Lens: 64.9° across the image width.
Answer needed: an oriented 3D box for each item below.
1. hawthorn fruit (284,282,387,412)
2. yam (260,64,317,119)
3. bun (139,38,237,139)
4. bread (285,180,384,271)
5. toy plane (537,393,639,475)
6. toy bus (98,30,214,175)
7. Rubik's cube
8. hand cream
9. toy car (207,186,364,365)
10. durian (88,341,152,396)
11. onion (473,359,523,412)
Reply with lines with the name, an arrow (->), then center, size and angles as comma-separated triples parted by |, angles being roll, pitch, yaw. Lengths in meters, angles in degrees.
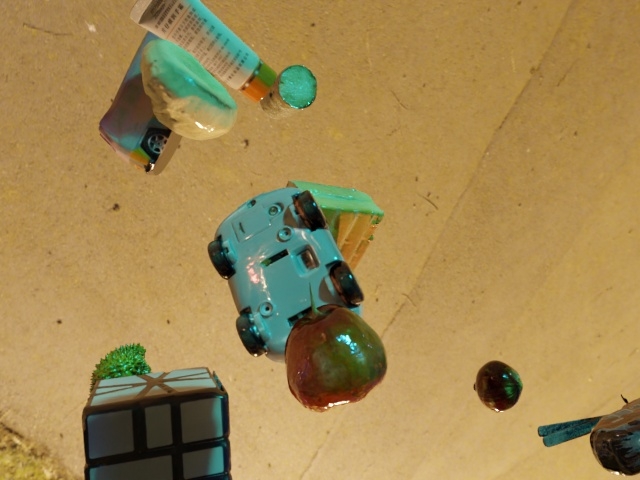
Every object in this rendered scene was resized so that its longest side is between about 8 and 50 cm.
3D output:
hawthorn fruit -> 0.008, 0.136, 0.596 | 0.140, 0.125, 0.125 | 36, 102, -6
yam -> -0.087, -0.366, 1.271 | 0.107, 0.194, 0.107 | -1, 93, -22
bun -> -0.253, -0.260, 0.922 | 0.127, 0.222, 0.222 | -44, 132, 15
bread -> 0.000, 0.000, 1.162 | 0.239, 0.111, 0.246 | 4, 124, -39
toy plane -> 0.208, 0.102, 0.296 | 0.145, 0.037, 0.060 | -20, 174, -8
toy bus -> -0.381, -0.354, 1.201 | 0.162, 0.171, 0.386 | 28, 95, -9
Rubik's cube -> -0.353, 0.452, 1.108 | 0.293, 0.288, 0.284 | -6, 88, -20
hand cream -> -0.242, -0.417, 1.074 | 0.139, 0.089, 0.314 | -33, 127, 31
toy car -> -0.038, 0.064, 0.794 | 0.180, 0.271, 0.212 | -28, 158, 4
durian -> -0.592, 0.437, 1.516 | 0.200, 0.176, 0.237 | -5, 94, 7
onion -> 0.411, 0.335, 1.173 | 0.118, 0.117, 0.119 | 6, 114, 14
